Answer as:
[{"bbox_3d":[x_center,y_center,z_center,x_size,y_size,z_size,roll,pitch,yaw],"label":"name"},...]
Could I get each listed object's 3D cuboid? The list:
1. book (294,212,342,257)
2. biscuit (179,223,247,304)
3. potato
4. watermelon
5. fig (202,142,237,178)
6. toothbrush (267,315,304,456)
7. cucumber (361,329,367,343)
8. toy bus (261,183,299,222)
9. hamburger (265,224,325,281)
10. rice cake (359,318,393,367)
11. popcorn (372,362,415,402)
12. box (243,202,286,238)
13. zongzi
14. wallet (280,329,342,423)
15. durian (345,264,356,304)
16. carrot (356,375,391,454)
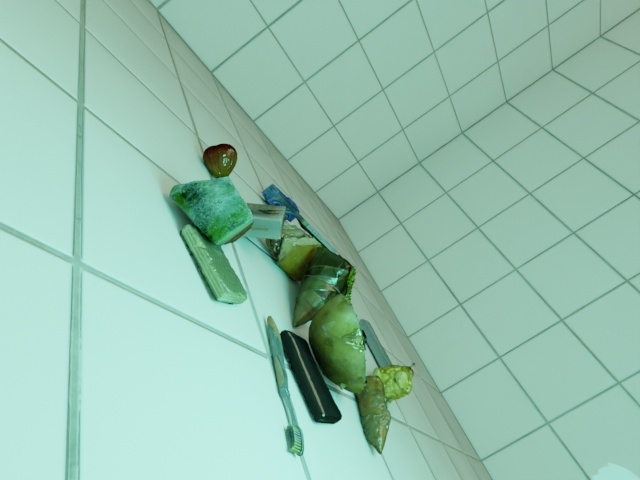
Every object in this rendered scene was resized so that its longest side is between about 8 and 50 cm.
[{"bbox_3d":[0.001,-0.001,1.603,0.231,0.026,0.157,45,-6,13],"label":"book"},{"bbox_3d":[-0.244,0.056,1.003,0.199,0.041,0.121,56,6,20],"label":"biscuit"},{"bbox_3d":[0.037,0.300,1.185,0.239,0.116,0.298,-131,-148,-52],"label":"potato"},{"bbox_3d":[-0.253,-0.067,1.114,0.192,0.140,0.256,52,-6,10],"label":"watermelon"},{"bbox_3d":[-0.356,-0.264,1.490,0.119,0.119,0.152,46,56,-46],"label":"fig"},{"bbox_3d":[-0.086,0.301,0.965,0.037,0.028,0.375,40,16,-33],"label":"toothbrush"},{"bbox_3d":[0.109,0.364,1.638,0.081,0.072,0.303,61,11,23],"label":"cucumber"},{"bbox_3d":[-0.182,-0.169,2.022,0.079,0.094,0.236,60,10,32],"label":"toy bus"},{"bbox_3d":[-0.078,0.046,1.565,0.283,0.245,0.156,-17,37,-41],"label":"hamburger"},{"bbox_3d":[0.266,0.511,1.980,0.072,0.056,0.364,45,13,-48],"label":"rice cake"},{"bbox_3d":[0.274,0.545,1.652,0.194,0.164,0.140,127,-48,-67],"label":"popcorn"},{"bbox_3d":[-0.193,-0.066,1.391,0.233,0.150,0.066,-94,-173,-75],"label":"box"},{"bbox_3d":[-0.021,0.222,1.455,0.154,0.317,0.289,23,-36,17],"label":"zongzi"},{"bbox_3d":[-0.025,0.342,1.098,0.250,0.044,0.149,60,6,33],"label":"wallet"},{"bbox_3d":[0.048,0.159,1.812,0.158,0.169,0.355,12,0,-10],"label":"durian"},{"bbox_3d":[0.160,0.524,1.292,0.101,0.102,0.263,52,15,-19],"label":"carrot"}]
